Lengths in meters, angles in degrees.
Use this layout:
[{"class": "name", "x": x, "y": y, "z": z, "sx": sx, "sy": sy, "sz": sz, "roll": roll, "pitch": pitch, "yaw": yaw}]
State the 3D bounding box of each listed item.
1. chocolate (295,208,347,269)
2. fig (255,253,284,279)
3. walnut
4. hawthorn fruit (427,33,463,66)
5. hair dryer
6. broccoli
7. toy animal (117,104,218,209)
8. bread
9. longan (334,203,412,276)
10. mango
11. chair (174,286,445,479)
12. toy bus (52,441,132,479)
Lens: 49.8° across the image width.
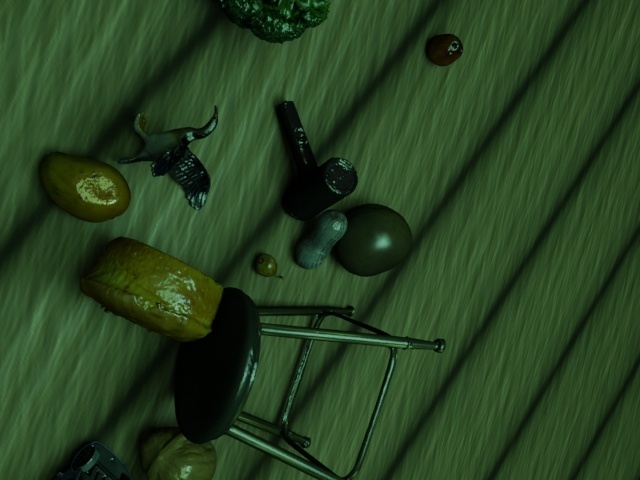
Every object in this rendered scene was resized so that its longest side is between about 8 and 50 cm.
[{"class": "chocolate", "x": 0.000, "y": 0.000, "z": 1.541, "sx": 0.072, "sy": 0.072, "sz": 0.167, "roll": 18, "pitch": 122, "yaw": -35}, {"class": "fig", "x": -0.110, "y": 0.064, "z": 1.522, "sx": 0.050, "sy": 0.050, "sz": 0.083, "roll": -58, "pitch": 136, "yaw": -13}, {"class": "walnut", "x": -0.285, "y": 0.447, "z": 1.401, "sx": 0.166, "sy": 0.166, "sz": 0.149, "roll": 41, "pitch": 81, "yaw": -32}, {"class": "hawthorn fruit", "x": 0.310, "y": -0.467, "z": 1.687, "sx": 0.081, "sy": 0.093, "sz": 0.081, "roll": -6, "pitch": 102, "yaw": -32}, {"class": "hair dryer", "x": -0.035, "y": -0.182, "z": 1.477, "sx": 0.089, "sy": 0.197, "sz": 0.251, "roll": -23, "pitch": 89, "yaw": -31}, {"class": "broccoli", "x": -0.081, "y": -0.536, "z": 1.309, "sx": 0.297, "sy": 0.297, "sz": 0.297, "roll": 31, "pitch": 44, "yaw": -36}, {"class": "toy animal", "x": -0.281, "y": -0.188, "z": 1.304, "sx": 0.160, "sy": 0.272, "sz": 0.197, "roll": 25, "pitch": 88, "yaw": 2}, {"class": "bread", "x": -0.305, "y": 0.095, "z": 1.276, "sx": 0.268, "sy": 0.268, "sz": 0.145, "roll": 32, "pitch": 76, "yaw": -34}, {"class": "longan", "x": 0.121, "y": -0.003, "z": 1.597, "sx": 0.189, "sy": 0.189, "sz": 0.189, "roll": -6, "pitch": 101, "yaw": -33}, {"class": "mango", "x": -0.428, "y": -0.093, "z": 1.255, "sx": 0.165, "sy": 0.089, "sz": 0.115, "roll": 11, "pitch": 90, "yaw": -32}, {"class": "chair", "x": -0.058, "y": 0.286, "z": 1.421, "sx": 0.410, "sy": 0.364, "sz": 0.362, "roll": 21, "pitch": 86, "yaw": -30}, {"class": "toy bus", "x": -0.458, "y": 0.524, "z": 1.269, "sx": 0.133, "sy": 0.292, "sz": 0.125, "roll": -24, "pitch": 119, "yaw": 19}]
